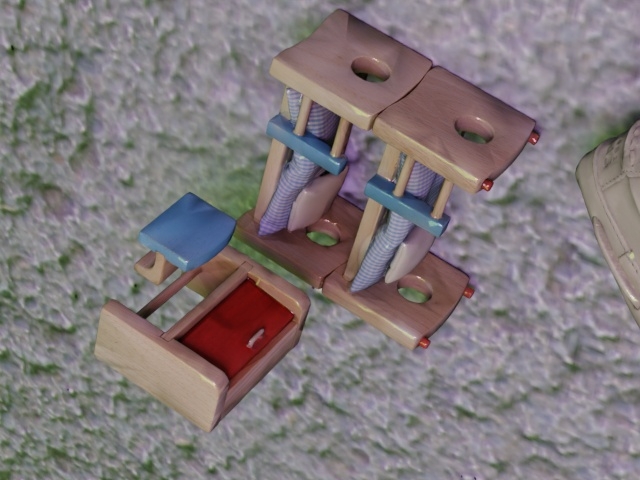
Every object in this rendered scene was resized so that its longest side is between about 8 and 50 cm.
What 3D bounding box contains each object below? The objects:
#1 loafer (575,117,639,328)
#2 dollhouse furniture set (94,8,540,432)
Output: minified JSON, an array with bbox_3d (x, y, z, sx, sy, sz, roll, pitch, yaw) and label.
[{"bbox_3d":[0.223,0.081,0.673,0.111,0.112,0.319,-17,101,49],"label":"loafer"},{"bbox_3d":[0.000,0.000,0.724,0.129,0.183,0.129,32,135,16],"label":"dollhouse furniture set"}]
